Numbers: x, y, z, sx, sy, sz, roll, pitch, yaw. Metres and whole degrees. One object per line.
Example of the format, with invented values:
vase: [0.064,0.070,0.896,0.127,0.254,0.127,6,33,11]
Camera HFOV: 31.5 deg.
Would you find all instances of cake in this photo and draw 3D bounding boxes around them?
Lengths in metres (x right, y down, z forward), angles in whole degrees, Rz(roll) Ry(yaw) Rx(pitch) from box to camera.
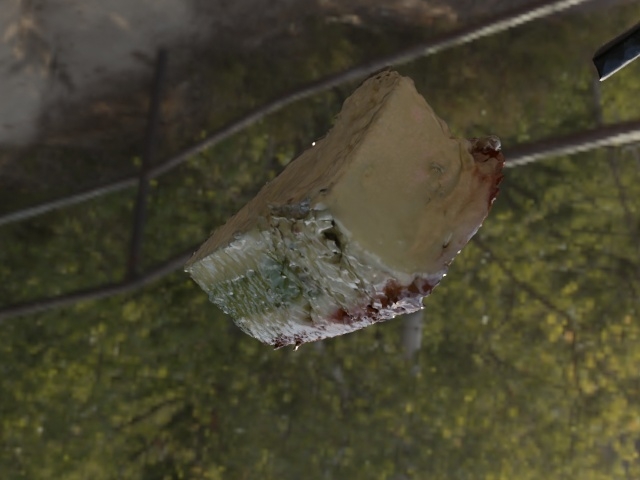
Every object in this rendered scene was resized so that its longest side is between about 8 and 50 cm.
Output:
cake: [0.012,-0.015,0.617,0.086,0.117,0.220,42,159,-8]

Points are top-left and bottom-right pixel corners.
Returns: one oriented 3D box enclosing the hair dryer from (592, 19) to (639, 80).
hair dryer: [0.186,-0.119,0.382,0.248,0.078,0.195,-39,-177,36]
